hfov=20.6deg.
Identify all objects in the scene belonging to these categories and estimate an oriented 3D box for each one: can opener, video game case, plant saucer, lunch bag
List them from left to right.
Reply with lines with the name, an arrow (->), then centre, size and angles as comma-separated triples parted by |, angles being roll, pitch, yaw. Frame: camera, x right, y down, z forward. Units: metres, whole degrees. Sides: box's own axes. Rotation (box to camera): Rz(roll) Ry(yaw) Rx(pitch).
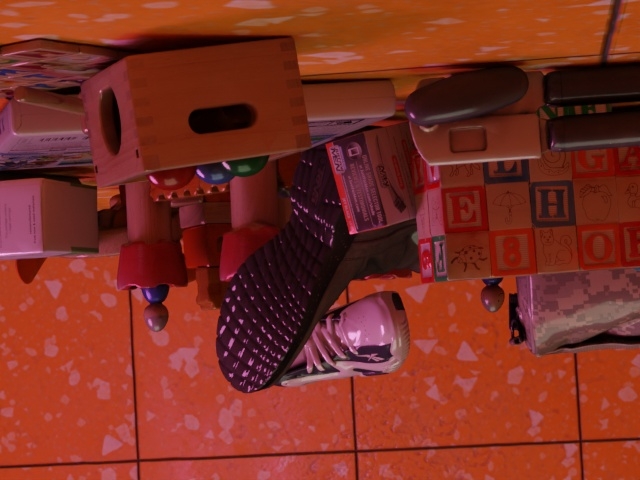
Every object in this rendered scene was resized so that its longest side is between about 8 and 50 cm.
plant saucer -> -0.378, -0.073, 2.222 | 0.067, 0.018, 0.192 | -5, 177, 26
video game case -> -0.132, -0.103, 1.592 | 0.329, 0.036, 0.300 | -5, 178, -16
can opener -> 0.212, -0.110, 1.464 | 0.283, 0.076, 0.095 | -4, 178, 4
lunch bag -> 0.348, -0.008, 1.885 | 0.305, 0.256, 0.212 | -3, 177, 9

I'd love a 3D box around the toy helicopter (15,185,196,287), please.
toy helicopter -> -0.278, -0.020, 2.364 | 0.235, 0.140, 0.355 | -10, -170, 3

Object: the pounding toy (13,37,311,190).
pounding toy -> -0.131, -0.080, 1.306 | 0.181, 0.094, 0.206 | -9, 180, -23

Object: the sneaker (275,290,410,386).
sneaker -> -0.004, 0.118, 2.003 | 0.153, 0.094, 0.235 | -8, 177, -25

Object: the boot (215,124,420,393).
boot -> 0.043, 0.026, 1.870 | 0.222, 0.338, 0.118 | 4, -144, -45

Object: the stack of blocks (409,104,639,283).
stack of blocks -> 0.240, -0.055, 1.647 | 0.297, 0.171, 0.087 | -3, 178, -13

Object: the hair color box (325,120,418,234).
hair color box -> 0.086, -0.068, 1.703 | 0.053, 0.093, 0.167 | -14, -179, 40

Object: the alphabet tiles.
alphabet tiles -> -0.251, -0.125, 1.314 | 0.237, 0.009, 0.198 | -4, 177, 36

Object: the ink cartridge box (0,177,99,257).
ink cartridge box -> -0.397, -0.021, 2.142 | 0.212, 0.093, 0.154 | -2, 178, 18

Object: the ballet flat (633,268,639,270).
ballet flat -> 0.291, -0.058, 1.755 | 0.070, 0.188, 0.070 | -32, 169, -7

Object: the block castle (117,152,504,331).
block castle -> 0.000, 0.000, 2.131 | 0.453, 0.213, 0.303 | -1, 177, -40
